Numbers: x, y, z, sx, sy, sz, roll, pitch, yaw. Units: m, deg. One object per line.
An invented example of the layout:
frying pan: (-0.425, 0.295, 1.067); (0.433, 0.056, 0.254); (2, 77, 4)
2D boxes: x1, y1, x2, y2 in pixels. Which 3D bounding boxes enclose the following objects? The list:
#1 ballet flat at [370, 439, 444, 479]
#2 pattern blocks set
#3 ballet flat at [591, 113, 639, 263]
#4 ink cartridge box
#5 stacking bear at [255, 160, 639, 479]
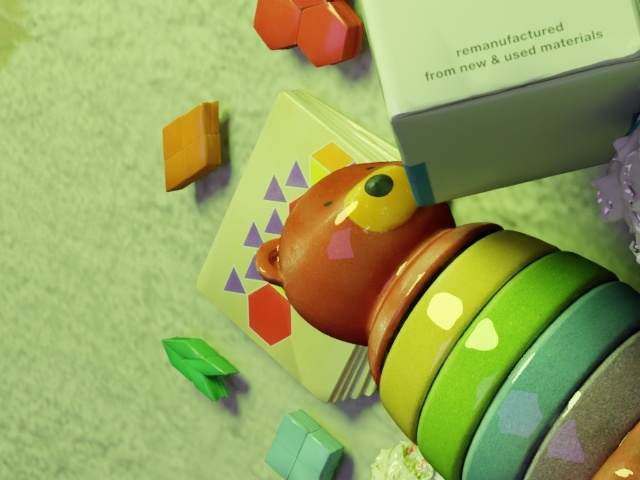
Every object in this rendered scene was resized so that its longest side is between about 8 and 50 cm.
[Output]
ballet flat: (0.123, 0.210, 1.158); (0.077, 0.091, 0.241); (-45, 73, 14)
pattern blocks set: (0.000, 0.000, 1.245); (0.285, 0.026, 0.325); (48, 126, 21)
ballet flat: (0.280, 0.085, 0.922); (0.147, 0.147, 0.409); (-33, 95, 40)
ink cartridge box: (0.069, -0.195, 0.969); (0.129, 0.223, 0.307); (-13, 79, 5)
stacking bear: (0.096, 0.058, 1.079); (0.289, 0.175, 0.164); (37, 154, 23)
